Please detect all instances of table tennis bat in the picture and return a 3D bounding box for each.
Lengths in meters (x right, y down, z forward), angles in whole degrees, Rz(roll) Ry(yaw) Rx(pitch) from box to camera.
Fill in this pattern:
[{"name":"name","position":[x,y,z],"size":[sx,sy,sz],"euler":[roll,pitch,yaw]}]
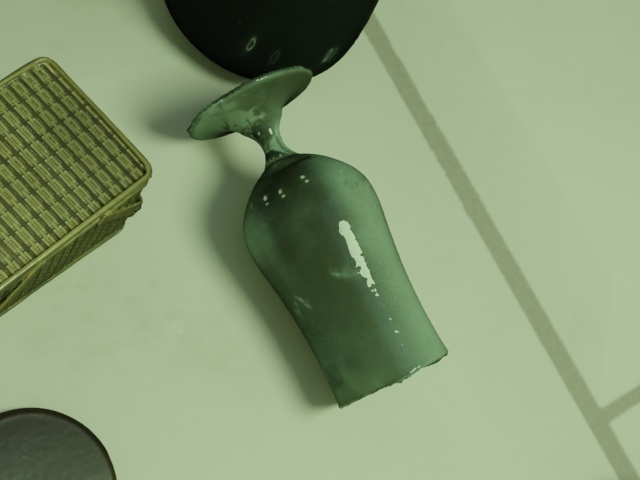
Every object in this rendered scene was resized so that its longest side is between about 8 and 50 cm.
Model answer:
[{"name":"table tennis bat","position":[-0.173,0.151,0.587],"size":[0.107,0.119,0.170],"euler":[48,54,1]}]

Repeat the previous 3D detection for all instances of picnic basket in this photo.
[{"name":"picnic basket","position":[-0.201,-0.027,0.678],"size":[0.115,0.079,0.164],"euler":[47,56,0]}]

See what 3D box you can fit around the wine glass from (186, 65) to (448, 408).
[{"name":"wine glass","position":[0.000,0.000,0.755],"size":[0.103,0.103,0.231],"euler":[-23,83,-33]}]

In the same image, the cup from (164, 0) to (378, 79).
[{"name":"cup","position":[-0.013,-0.241,0.816],"size":[0.169,0.176,0.223],"euler":[38,57,-2]}]
